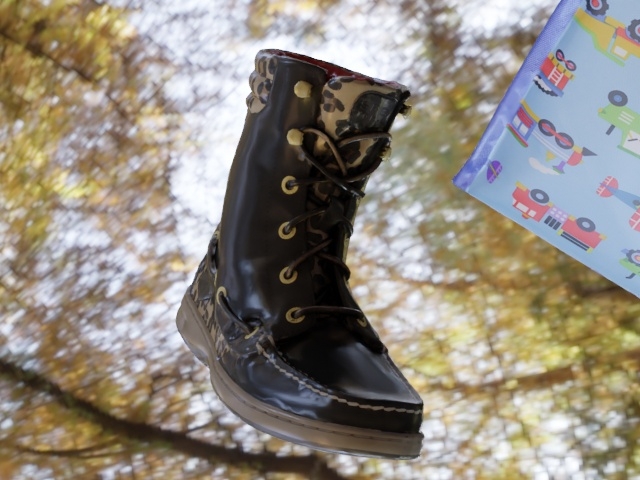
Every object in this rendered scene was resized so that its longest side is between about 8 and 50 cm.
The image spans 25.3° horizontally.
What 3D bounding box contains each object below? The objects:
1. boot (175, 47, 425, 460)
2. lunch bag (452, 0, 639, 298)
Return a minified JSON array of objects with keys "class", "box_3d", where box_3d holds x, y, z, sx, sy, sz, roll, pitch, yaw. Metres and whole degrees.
[{"class":"boot","box_3d":[0.000,0.000,1.199,0.138,0.377,0.284,11,-79,-24]},{"class":"lunch bag","box_3d":[0.235,-0.081,0.871,0.221,0.293,0.138,31,-112,3]}]
